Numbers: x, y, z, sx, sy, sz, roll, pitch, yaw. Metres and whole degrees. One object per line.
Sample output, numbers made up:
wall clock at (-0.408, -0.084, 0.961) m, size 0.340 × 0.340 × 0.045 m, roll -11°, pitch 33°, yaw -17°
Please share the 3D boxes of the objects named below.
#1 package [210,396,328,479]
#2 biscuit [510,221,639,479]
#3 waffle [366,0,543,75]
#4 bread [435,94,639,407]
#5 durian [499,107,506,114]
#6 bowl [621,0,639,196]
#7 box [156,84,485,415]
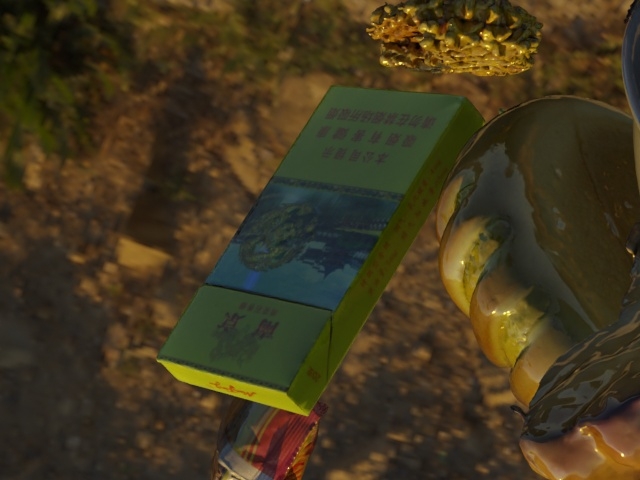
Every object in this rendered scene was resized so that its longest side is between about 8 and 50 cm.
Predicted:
package at (-0.069, 0.233, 2.168) m, size 0.223 × 0.108 × 0.288 m, roll -64°, pitch 13°, yaw 8°
biscuit at (0.163, 0.044, 0.757) m, size 0.118 × 0.061 × 0.183 m, roll -13°, pitch 24°, yaw 46°
waffle at (0.152, -0.230, 2.030) m, size 0.197 × 0.193 × 0.070 m, roll 2°, pitch 84°, yaw 10°
bread at (0.224, 0.036, 1.465) m, size 0.160 × 0.333 × 0.333 m, roll -49°, pitch 50°, yaw 42°
durian at (0.264, -0.078, 1.856) m, size 0.101 × 0.139 × 0.250 m, roll -23°, pitch 15°, yaw -10°
bowl at (0.308, -0.005, 1.007) m, size 0.345 × 0.345 × 0.157 m, roll 53°, pitch 142°, yaw 35°
box at (0.000, 0.000, 1.660) m, size 0.187 × 0.047 × 0.335 m, roll 10°, pitch 61°, yaw 46°
